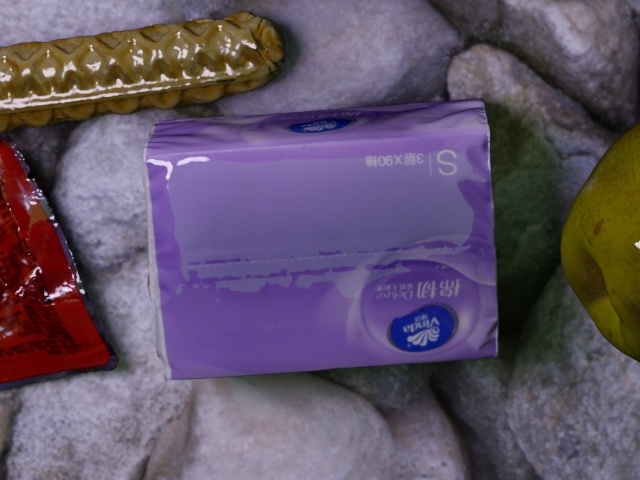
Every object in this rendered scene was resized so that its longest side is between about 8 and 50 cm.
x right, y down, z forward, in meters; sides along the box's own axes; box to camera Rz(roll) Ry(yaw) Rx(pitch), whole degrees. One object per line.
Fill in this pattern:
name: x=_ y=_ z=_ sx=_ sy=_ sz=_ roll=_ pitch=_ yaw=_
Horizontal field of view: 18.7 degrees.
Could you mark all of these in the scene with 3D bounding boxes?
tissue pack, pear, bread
tissue pack: x=0.000 y=0.000 z=1.876 sx=0.338 sy=0.160 sz=0.242 roll=-5 pitch=105 yaw=2
pear: x=0.380 y=-0.005 z=1.814 sx=0.294 sy=0.294 sz=0.294 roll=0 pitch=106 yaw=1
bread: x=-0.214 y=-0.160 z=1.880 sx=0.367 sy=0.084 sz=0.077 roll=-8 pitch=66 yaw=3

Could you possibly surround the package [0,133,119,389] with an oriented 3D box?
package: x=-0.327 y=0.027 z=1.939 sx=0.194 sy=0.071 sz=0.269 roll=-6 pitch=107 yaw=27
